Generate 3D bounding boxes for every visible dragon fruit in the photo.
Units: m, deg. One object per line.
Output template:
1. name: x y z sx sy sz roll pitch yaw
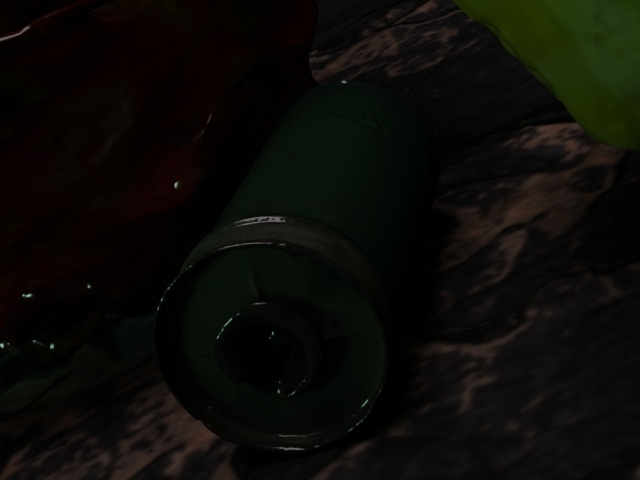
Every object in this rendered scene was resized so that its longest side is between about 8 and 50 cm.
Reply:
1. dragon fruit: -0.148 -0.098 0.628 0.386 0.249 0.371 -9 43 37

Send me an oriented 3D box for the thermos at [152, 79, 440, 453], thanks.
1. thermos: 0.004 -0.002 0.469 0.073 0.083 0.188 2 27 12

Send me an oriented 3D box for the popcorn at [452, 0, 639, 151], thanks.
1. popcorn: 0.139 -0.137 0.350 0.286 0.252 0.215 -6 -2 38
